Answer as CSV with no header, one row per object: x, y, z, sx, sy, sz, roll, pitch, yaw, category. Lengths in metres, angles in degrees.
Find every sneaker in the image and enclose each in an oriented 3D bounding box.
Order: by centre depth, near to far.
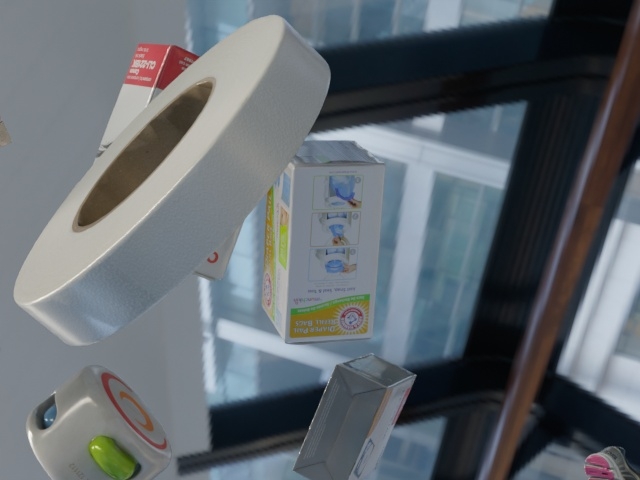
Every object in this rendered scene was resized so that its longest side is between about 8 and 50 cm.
0.453,0.378,1.707,0.075,0.063,0.170,-30,-84,-42,sneaker

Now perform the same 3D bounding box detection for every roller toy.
-0.326,0.294,1.685,0.146,0.191,0.209,-40,-22,2,roller toy

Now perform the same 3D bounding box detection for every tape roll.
-0.153,-0.065,1.157,0.392,0.072,0.392,-39,22,19,tape roll

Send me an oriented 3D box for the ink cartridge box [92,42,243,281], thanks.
-0.191,-0.105,1.566,0.197,0.114,0.272,22,-93,-34,ink cartridge box

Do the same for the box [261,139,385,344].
0.000,0.000,1.273,0.114,0.103,0.203,-132,43,-65,box

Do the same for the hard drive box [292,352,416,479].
0.058,0.283,1.820,0.181,0.089,0.232,-67,-14,5,hard drive box

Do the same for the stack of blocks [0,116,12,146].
-0.706,-0.154,2.060,0.297,0.171,0.087,-34,-71,-42,stack of blocks
